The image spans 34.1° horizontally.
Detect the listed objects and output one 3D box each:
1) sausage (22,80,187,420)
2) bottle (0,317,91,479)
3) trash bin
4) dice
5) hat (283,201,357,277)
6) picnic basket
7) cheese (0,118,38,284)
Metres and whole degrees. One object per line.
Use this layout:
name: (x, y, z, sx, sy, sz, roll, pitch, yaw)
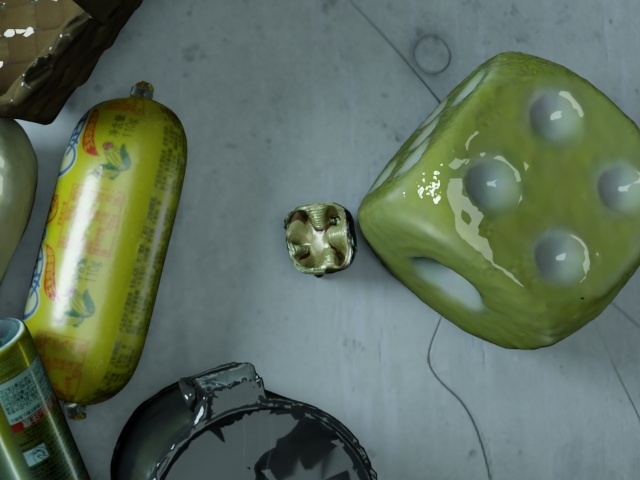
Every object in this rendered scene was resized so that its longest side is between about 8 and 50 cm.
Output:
sausage: (-0.214, 0.006, 1.037, 0.123, 0.123, 0.347, 13, 82, -14)
bottle: (-0.264, 0.212, 0.976, 0.082, 0.082, 0.286, -23, 115, -16)
trash bin: (-0.079, 0.233, 0.963, 0.203, 0.301, 0.252, -19, 90, -16)
dice: (0.199, -0.039, 1.102, 0.238, 0.227, 0.233, 40, 75, -8)
hat: (0.001, 0.000, 1.131, 0.076, 0.059, 0.077, -7, 82, 0)
picnic basket: (-0.291, -0.264, 0.909, 0.254, 0.321, 0.291, 35, 89, 4)
cheese: (-0.458, 0.009, 0.964, 0.328, 0.129, 0.351, 19, 83, -15)
